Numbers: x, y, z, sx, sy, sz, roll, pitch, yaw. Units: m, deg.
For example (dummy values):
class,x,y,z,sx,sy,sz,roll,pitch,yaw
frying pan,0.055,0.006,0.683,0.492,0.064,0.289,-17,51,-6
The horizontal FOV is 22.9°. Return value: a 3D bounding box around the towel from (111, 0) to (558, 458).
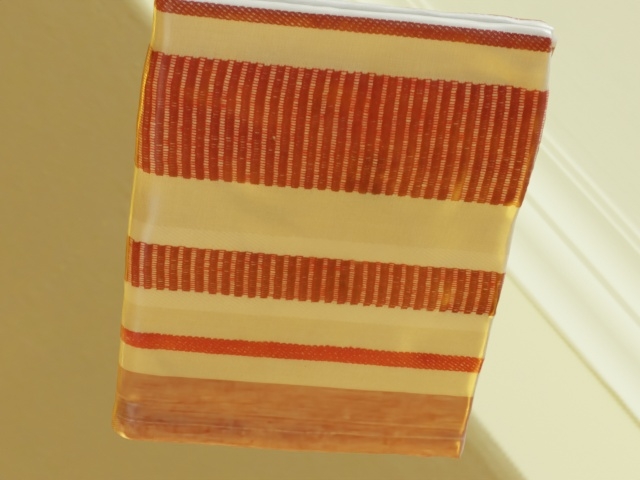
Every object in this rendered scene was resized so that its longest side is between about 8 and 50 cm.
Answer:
class,x,y,z,sx,sy,sz,roll,pitch,yaw
towel,0.000,0.000,0.974,0.237,0.329,0.037,4,-145,-8
